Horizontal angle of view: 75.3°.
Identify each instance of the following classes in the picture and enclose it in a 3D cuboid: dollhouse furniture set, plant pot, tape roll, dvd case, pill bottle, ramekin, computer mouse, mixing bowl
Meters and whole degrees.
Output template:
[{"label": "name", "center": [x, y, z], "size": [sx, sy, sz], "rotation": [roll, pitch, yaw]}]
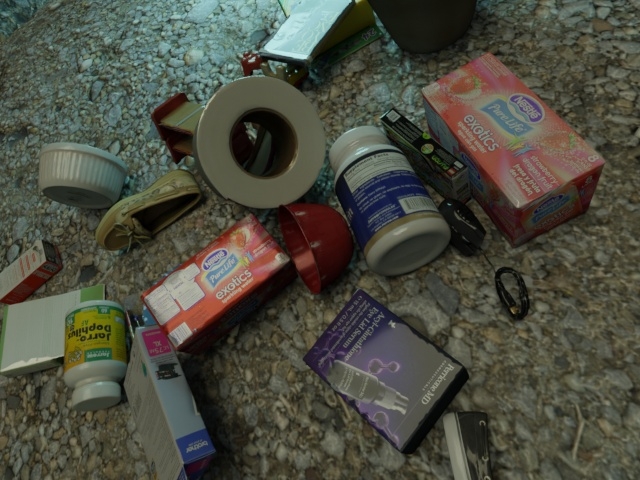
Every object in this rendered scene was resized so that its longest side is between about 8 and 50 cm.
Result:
[{"label": "dollhouse furniture set", "center": [-0.208, -0.340, 1.060], "size": [0.202, 0.152, 0.374], "rotation": [24, 59, 31]}, {"label": "plant pot", "center": [0.221, -0.580, 0.895], "size": [0.324, 0.280, 0.322], "rotation": [-9, 62, 18]}, {"label": "tape roll", "center": [-0.130, -0.189, 0.842], "size": [0.246, 0.246, 0.169], "rotation": [-50, 20, -6]}, {"label": "dvd case", "center": [-0.037, -0.522, 1.024], "size": [0.165, 0.018, 0.221], "rotation": [25, 74, 31]}, {"label": "pill bottle", "center": [0.114, -0.080, 0.768], "size": [0.153, 0.153, 0.264], "rotation": [-26, 58, 9]}, {"label": "pill bottle", "center": [-0.474, 0.242, 0.876], "size": [0.118, 0.117, 0.208], "rotation": [-25, 58, 10]}, {"label": "ramekin", "center": [-0.628, -0.161, 1.094], "size": [0.208, 0.207, 0.108], "rotation": [-6, 73, 20]}, {"label": "computer mouse", "center": [0.266, 0.025, 0.702], "size": [0.071, 0.041, 0.242], "rotation": [-56, 50, 40]}, {"label": "mixing bowl", "center": [0.000, 0.000, 0.782], "size": [0.098, 0.181, 0.181], "rotation": [-23, 56, -15]}]

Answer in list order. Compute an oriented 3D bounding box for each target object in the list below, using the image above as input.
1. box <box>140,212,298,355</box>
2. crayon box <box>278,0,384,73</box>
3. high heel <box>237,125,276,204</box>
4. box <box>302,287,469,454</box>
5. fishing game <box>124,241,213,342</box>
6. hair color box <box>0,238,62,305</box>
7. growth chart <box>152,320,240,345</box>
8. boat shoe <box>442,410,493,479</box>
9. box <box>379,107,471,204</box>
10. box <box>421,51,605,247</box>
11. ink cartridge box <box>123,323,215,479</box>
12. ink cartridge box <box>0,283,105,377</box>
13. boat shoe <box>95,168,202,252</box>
[{"label": "box", "center": [-0.183, 0.086, 0.793], "size": [0.257, 0.122, 0.128], "rotation": [-39, 73, -10]}, {"label": "crayon box", "center": [0.013, -0.623, 1.121], "size": [0.203, 0.083, 0.322], "rotation": [-27, 58, 9]}, {"label": "high heel", "center": [-0.145, -0.202, 0.957], "size": [0.082, 0.117, 0.244], "rotation": [31, 80, 31]}, {"label": "box", "center": [0.103, 0.203, 0.659], "size": [0.207, 0.108, 0.153], "rotation": [34, 81, 32]}, {"label": "fishing game", "center": [-0.310, 0.128, 0.886], "size": [0.264, 0.041, 0.189], "rotation": [-37, 54, 1]}, {"label": "hair color box", "center": [-0.791, 0.087, 1.123], "size": [0.167, 0.053, 0.093], "rotation": [-40, 56, 2]}, {"label": "growth chart", "center": [-0.262, 0.152, 0.890], "size": [0.238, 0.021, 0.171], "rotation": [-9, 61, 18]}, {"label": "boat shoe", "center": [0.229, 0.348, 0.559], "size": [0.076, 0.080, 0.228], "rotation": [-17, 52, 16]}, {"label": "box", "center": [0.200, -0.158, 0.794], "size": [0.036, 0.114, 0.207], "rotation": [-39, 57, 1]}, {"label": "box", "center": [0.316, -0.162, 0.725], "size": [0.142, 0.154, 0.299], "rotation": [-29, 57, 7]}, {"label": "ink cartridge box", "center": [-0.268, 0.324, 0.727], "size": [0.311, 0.065, 0.185], "rotation": [54, 132, 35]}, {"label": "ink cartridge box", "center": [-0.630, 0.212, 0.995], "size": [0.235, 0.056, 0.171], "rotation": [-12, 59, -9]}, {"label": "boat shoe", "center": [-0.420, -0.063, 1.011], "size": [0.285, 0.104, 0.089], "rotation": [-39, 54, 0]}]
